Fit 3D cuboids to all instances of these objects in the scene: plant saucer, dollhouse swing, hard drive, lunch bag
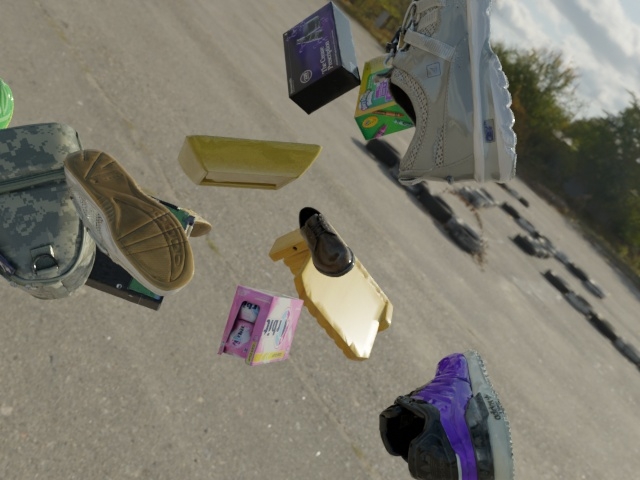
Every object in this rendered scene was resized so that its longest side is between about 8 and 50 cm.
[{"bbox_3d":[-0.196,-0.191,1.592,0.332,0.081,0.333,1,-4,-17],"label":"plant saucer"},{"bbox_3d":[-0.008,0.174,1.718,0.347,0.315,0.305,52,46,-16],"label":"dollhouse swing"},{"bbox_3d":[-0.468,-0.014,1.323,0.338,0.064,0.237,21,61,-12],"label":"hard drive"},{"bbox_3d":[-0.484,-0.031,1.042,0.256,0.212,0.305,71,-21,5],"label":"lunch bag"}]

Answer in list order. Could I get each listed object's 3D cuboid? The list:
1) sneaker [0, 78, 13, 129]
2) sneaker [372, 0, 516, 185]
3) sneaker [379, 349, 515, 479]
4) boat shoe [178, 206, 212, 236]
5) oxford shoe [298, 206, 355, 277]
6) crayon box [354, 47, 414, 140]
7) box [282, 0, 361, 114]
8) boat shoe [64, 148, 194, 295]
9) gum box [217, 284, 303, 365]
[{"bbox_3d":[-0.812,-0.261,1.404,0.109,0.296,0.123,34,-26,-19],"label":"sneaker"},{"bbox_3d":[0.100,-0.181,0.562,0.105,0.115,0.281,52,30,-67],"label":"sneaker"},{"bbox_3d":[0.146,0.218,0.782,0.293,0.146,0.102,-58,142,-82],"label":"sneaker"},{"bbox_3d":[-0.330,-0.053,1.512,0.059,0.063,0.170,60,12,20],"label":"boat shoe"},{"bbox_3d":[0.000,0.000,1.280,0.096,0.082,0.227,60,-6,-36],"label":"oxford shoe"},{"bbox_3d":[0.192,-0.397,1.611,0.081,0.165,0.278,56,32,-38],"label":"crayon box"},{"bbox_3d":[-0.001,-0.516,1.724,0.103,0.184,0.261,30,43,-45],"label":"box"},{"bbox_3d":[-0.276,-0.013,0.871,0.098,0.096,0.277,-19,57,-40],"label":"boat shoe"},{"bbox_3d":[-0.092,0.135,0.974,0.062,0.107,0.188,16,-4,15],"label":"gum box"}]
